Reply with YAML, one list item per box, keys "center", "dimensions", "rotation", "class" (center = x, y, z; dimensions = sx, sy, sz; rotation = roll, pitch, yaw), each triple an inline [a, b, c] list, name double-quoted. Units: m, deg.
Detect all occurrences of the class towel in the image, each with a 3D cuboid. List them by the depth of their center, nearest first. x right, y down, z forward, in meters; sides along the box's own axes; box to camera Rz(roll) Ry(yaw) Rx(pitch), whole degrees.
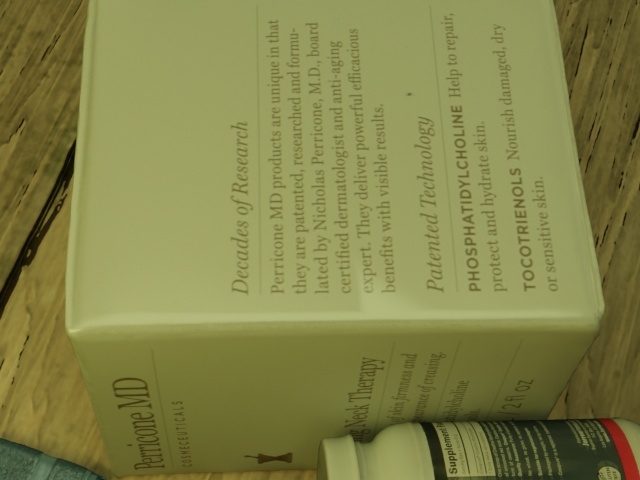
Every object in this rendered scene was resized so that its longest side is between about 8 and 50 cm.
- center: [-0.261, 0.224, 1.164]
  dimensions: [0.119, 0.029, 0.067]
  rotation: [19, 62, 6]
  class: "towel"

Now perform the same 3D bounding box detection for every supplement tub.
- center: [0.138, 0.242, 1.050]
  dimensions: [0.272, 0.191, 0.191]
  rotation: [-1, 61, -4]
  class: "supplement tub"

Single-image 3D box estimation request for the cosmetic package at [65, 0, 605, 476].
- center: [0.000, 0.000, 1.132]
  dimensions: [0.393, 0.329, 0.328]
  rotation: [-1, 61, -3]
  class: "cosmetic package"
